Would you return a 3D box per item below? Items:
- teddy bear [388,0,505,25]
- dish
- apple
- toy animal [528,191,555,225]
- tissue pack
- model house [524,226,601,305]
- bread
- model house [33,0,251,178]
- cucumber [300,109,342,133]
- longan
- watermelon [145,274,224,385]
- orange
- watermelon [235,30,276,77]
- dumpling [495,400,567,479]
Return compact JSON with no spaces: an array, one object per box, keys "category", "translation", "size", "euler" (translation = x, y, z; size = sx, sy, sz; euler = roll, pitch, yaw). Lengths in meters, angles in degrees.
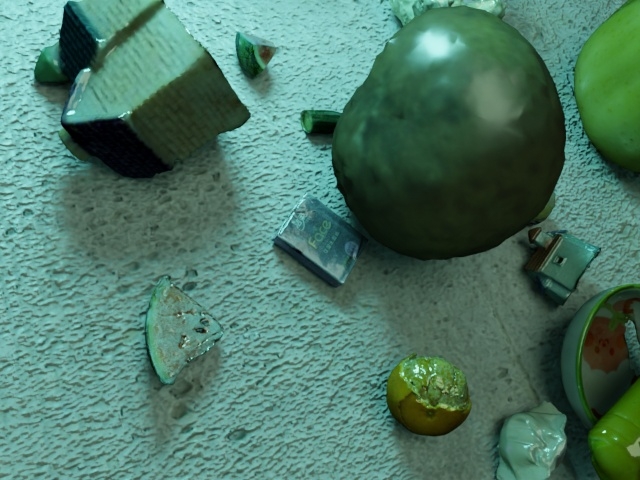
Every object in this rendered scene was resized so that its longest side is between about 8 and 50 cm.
[{"category":"teddy bear","translation":[0.320,-0.471,1.481],"size":[0.327,0.375,0.362],"euler":[-5,55,-53]},{"category":"dish","translation":[0.596,0.249,1.455],"size":[0.324,0.124,0.324],"euler":[1,87,-29]},{"category":"apple","translation":[0.826,-0.373,1.608],"size":[0.473,0.473,0.474],"euler":[7,70,-21]},{"category":"toy animal","translation":[0.446,-0.072,1.537],"size":[0.098,0.137,0.098],"euler":[48,21,-26]},{"category":"tissue pack","translation":[0.000,0.000,1.325],"size":[0.156,0.051,0.112],"euler":[37,64,-9]},{"category":"model house","translation":[0.496,0.040,1.510],"size":[0.148,0.119,0.148],"euler":[36,84,18]},{"category":"bread","translation":[0.663,0.332,1.353],"size":[0.383,0.112,0.166],"euler":[-34,103,-26]},{"category":"model house","translation":[-0.323,-0.266,1.193],"size":[0.284,0.243,0.298],"euler":[-37,62,-4]},{"category":"cucumber","translation":[0.015,-0.238,1.412],"size":[0.105,0.048,0.048],"euler":[-4,75,-25]},{"category":"longan","translation":[0.236,-0.177,1.277],"size":[0.404,0.436,0.404],"euler":[30,21,-12]},{"category":"watermelon","translation":[-0.229,0.156,1.169],"size":[0.139,0.071,0.187],"euler":[10,61,-27]},{"category":"orange","translation":[0.193,0.273,1.271],"size":[0.156,0.134,0.157],"euler":[-1,112,-3]},{"category":"watermelon","translation":[-0.130,-0.369,1.377],"size":[0.072,0.084,0.092],"euler":[-41,105,-38]},{"category":"dumpling","translation":[0.401,0.382,1.329],"size":[0.108,0.127,0.188],"euler":[43,67,-12]}]
